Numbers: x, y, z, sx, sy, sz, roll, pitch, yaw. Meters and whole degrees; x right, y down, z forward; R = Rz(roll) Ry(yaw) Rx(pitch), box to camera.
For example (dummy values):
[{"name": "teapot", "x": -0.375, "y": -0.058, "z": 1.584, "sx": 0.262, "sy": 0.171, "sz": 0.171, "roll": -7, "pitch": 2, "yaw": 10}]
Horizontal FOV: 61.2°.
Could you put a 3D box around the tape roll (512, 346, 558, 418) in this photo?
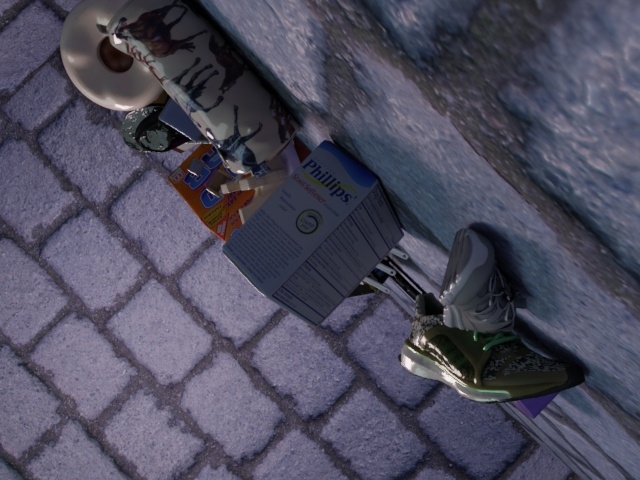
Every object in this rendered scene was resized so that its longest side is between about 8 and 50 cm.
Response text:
[{"name": "tape roll", "x": 0.400, "y": 0.267, "z": 1.224, "sx": 0.275, "sy": 0.090, "sz": 0.275, "roll": 45, "pitch": 179, "yaw": 1}]

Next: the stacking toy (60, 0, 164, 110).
[{"name": "stacking toy", "x": -0.633, "y": -0.662, "z": 1.873, "sx": 0.350, "sy": 0.350, "sz": 0.480, "roll": 46, "pitch": -163, "yaw": -17}]

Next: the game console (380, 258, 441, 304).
[{"name": "game console", "x": 0.326, "y": 0.183, "z": 1.781, "sx": 0.361, "sy": 0.044, "sz": 0.213, "roll": 44, "pitch": 176, "yaw": 15}]

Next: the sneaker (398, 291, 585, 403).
[{"name": "sneaker", "x": 0.283, "y": 0.179, "z": 0.997, "sx": 0.410, "sy": 0.157, "sz": 0.182, "roll": 0, "pitch": 95, "yaw": 60}]

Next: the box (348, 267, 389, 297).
[{"name": "box", "x": 0.023, "y": 0.025, "z": 1.583, "sx": 0.322, "sy": 0.079, "sz": 0.257, "roll": 48, "pitch": 155, "yaw": -8}]

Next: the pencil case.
[{"name": "pencil case", "x": -0.230, "y": -0.310, "z": 1.078, "sx": 0.410, "sy": 0.183, "sz": 0.160, "roll": 47, "pitch": 178, "yaw": -24}]

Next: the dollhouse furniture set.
[{"name": "dollhouse furniture set", "x": -0.325, "y": -0.312, "z": 1.512, "sx": 0.303, "sy": 0.287, "sz": 0.198, "roll": 34, "pitch": -177, "yaw": -22}]

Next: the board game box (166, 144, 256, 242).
[{"name": "board game box", "x": -0.262, "y": -0.176, "z": 1.995, "sx": 0.356, "sy": 0.356, "sz": 0.356, "roll": 44, "pitch": 178, "yaw": 37}]

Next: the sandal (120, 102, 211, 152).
[{"name": "sandal", "x": -0.498, "y": -0.364, "z": 1.774, "sx": 0.445, "sy": 0.107, "sz": 0.168, "roll": -3, "pitch": 128, "yaw": 26}]

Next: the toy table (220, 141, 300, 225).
[{"name": "toy table", "x": -0.146, "y": -0.152, "z": 1.367, "sx": 0.252, "sy": 0.160, "sz": 0.275, "roll": -23, "pitch": 87, "yaw": 68}]

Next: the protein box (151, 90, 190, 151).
[{"name": "protein box", "x": -0.527, "y": -0.450, "z": 1.993, "sx": 0.201, "sy": 0.135, "sz": 0.200, "roll": -24, "pitch": -91, "yaw": -86}]

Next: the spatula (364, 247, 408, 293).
[{"name": "spatula", "x": 0.101, "y": 0.037, "z": 1.427, "sx": 0.241, "sy": 0.168, "sz": 0.019, "roll": 27, "pitch": -148, "yaw": 6}]

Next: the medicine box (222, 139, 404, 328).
[{"name": "medicine box", "x": 0.000, "y": 0.000, "z": 1.072, "sx": 0.149, "sy": 0.289, "sz": 0.263, "roll": 42, "pitch": 177, "yaw": 28}]

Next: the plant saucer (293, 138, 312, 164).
[{"name": "plant saucer", "x": 0.025, "y": -0.132, "z": 1.441, "sx": 0.259, "sy": 0.048, "sz": 0.258, "roll": 44, "pitch": 178, "yaw": 10}]

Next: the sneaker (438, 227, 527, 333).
[{"name": "sneaker", "x": 0.237, "y": 0.064, "z": 0.765, "sx": 0.115, "sy": 0.105, "sz": 0.281, "roll": 13, "pitch": 164, "yaw": 20}]
